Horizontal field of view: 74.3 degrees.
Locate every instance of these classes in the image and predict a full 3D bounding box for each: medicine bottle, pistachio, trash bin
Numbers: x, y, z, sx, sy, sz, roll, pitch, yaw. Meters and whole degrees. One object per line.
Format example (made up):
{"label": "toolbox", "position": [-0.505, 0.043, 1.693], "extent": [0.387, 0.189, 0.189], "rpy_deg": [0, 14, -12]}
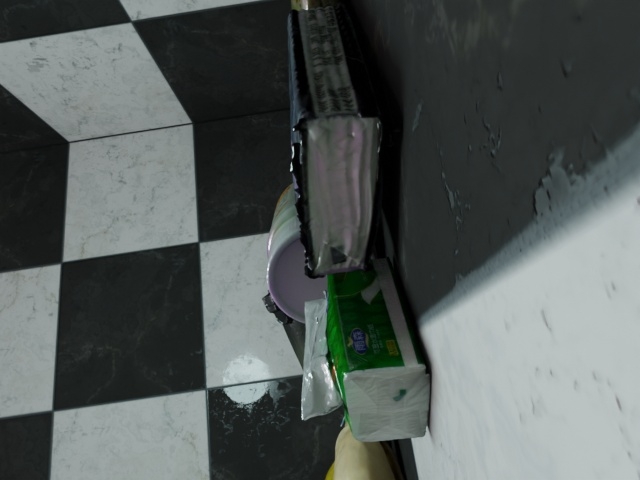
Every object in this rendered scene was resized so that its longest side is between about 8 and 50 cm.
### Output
{"label": "medicine bottle", "position": [0.000, 0.000, 0.895], "extent": [0.388, 0.220, 0.219], "rpy_deg": [-99, 0, -70]}
{"label": "pistachio", "position": [0.105, 0.584, 0.957], "extent": [0.187, 0.188, 0.299], "rpy_deg": [81, -179, -46]}
{"label": "trash bin", "position": [0.010, 0.229, 1.107], "extent": [0.203, 0.252, 0.301], "rpy_deg": [-26, 87, 48]}

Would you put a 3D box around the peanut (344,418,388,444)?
{"label": "peanut", "position": [0.137, 0.571, 1.243], "extent": [0.129, 0.129, 0.224], "rpy_deg": [-97, -4, -64]}

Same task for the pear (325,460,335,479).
{"label": "pear", "position": [0.106, 0.671, 1.129], "extent": [0.209, 0.209, 0.208], "rpy_deg": [-8, -90, -89]}

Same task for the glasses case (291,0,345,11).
{"label": "glasses case", "position": [0.009, -0.326, 0.835], "extent": [0.425, 0.098, 0.156], "rpy_deg": [81, 179, -48]}

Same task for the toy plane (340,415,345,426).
{"label": "toy plane", "position": [0.143, 0.405, 1.068], "extent": [0.182, 0.107, 0.273], "rpy_deg": [-45, -12, -34]}

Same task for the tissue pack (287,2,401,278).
{"label": "tissue pack", "position": [0.015, -0.160, 0.630], "extent": [0.259, 0.122, 0.361], "rpy_deg": [88, 177, -47]}

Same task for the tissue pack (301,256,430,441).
{"label": "tissue pack", "position": [0.049, 0.146, 0.589], "extent": [0.209, 0.156, 0.147], "rpy_deg": [-95, -1, -54]}
